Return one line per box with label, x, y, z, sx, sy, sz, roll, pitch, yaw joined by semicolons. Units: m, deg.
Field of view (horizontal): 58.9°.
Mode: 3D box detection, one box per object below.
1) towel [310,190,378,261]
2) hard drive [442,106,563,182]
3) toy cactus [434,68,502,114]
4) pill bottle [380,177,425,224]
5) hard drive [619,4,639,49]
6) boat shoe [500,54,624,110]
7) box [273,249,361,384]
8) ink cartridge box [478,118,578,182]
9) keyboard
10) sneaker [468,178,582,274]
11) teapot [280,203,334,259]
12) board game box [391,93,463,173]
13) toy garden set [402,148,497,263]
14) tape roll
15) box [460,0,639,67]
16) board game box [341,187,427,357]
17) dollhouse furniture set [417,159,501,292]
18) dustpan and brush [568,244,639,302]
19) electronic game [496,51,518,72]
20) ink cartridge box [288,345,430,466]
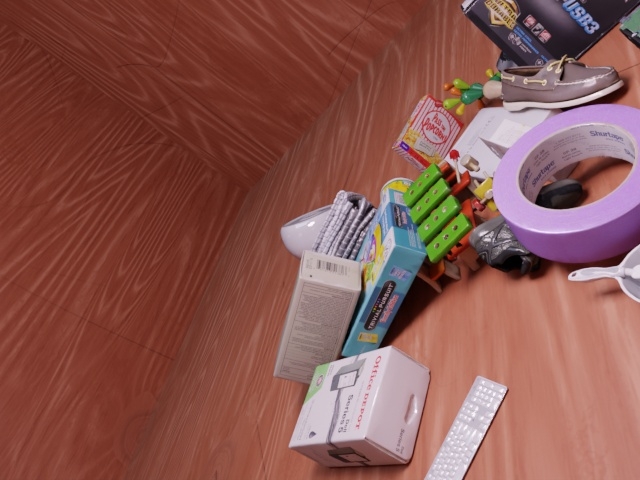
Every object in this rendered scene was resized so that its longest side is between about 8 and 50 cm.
towel;0.074;0.008;1.597;0.283;0.121;0.235;-64;-13;6
hard drive;0.437;-0.241;1.420;0.210;0.040;0.319;-54;18;2
toy cactus;0.440;-0.401;1.550;0.219;0.112;0.180;-19;21;-21
pill bottle;0.222;-0.074;1.538;0.117;0.118;0.208;-44;21;28
hard drive;0.710;-0.420;1.027;0.237;0.064;0.338;-45;22;28
boat shoe;0.520;-0.356;1.265;0.117;0.096;0.324;-25;17;-14
box;-0.011;0.194;1.362;0.121;0.148;0.311;-85;10;-59
ink cartridge box;0.429;-0.192;1.184;0.061;0.104;0.181;-54;36;5
keyboard;0.231;0.349;0.949;0.256;0.014;0.072;-59;19;-11
sneaker;0.406;-0.017;1.059;0.228;0.087;0.130;-32;49;7
teapot;0.000;0.000;1.877;0.253;0.187;0.256;-17;11;32
board game box;0.316;-0.307;1.665;0.193;0.147;0.045;-60;19;-14
toy garden set;0.284;-0.089;1.197;0.204;0.049;0.244;-48;29;26
tape roll;0.439;-0.099;0.956;0.275;0.090;0.274;-24;42;24
box;0.537;-0.560;1.328;0.293;0.296;0.073;-43;20;30
board game box;0.139;0.081;1.355;0.253;0.079;0.336;-85;14;-57
dollhouse furniture set;0.308;-0.057;1.270;0.262;0.135;0.259;-43;22;31
dustpan and brush;0.465;0.048;0.819;0.211;0.060;0.147;-24;35;57
electronic game;0.583;-0.534;1.537;0.229;0.048;0.229;-36;23;18
ink cartridge box;0.077;0.348;1.169;0.273;0.115;0.198;-32;29;50
